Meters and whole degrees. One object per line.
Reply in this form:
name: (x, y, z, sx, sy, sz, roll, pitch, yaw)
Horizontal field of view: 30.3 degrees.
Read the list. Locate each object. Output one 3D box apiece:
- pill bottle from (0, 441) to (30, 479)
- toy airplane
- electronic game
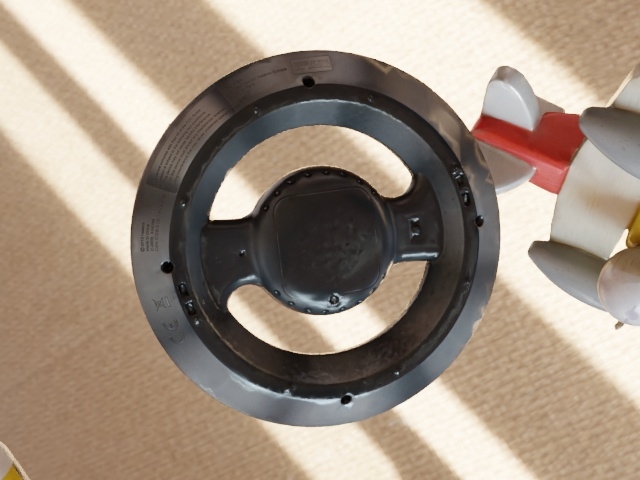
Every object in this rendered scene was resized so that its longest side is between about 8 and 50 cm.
pill bottle: (-0.160, 0.133, 0.550, 0.065, 0.065, 0.116, -16, 111, 38)
toy airplane: (0.326, -0.041, 1.291, 0.384, 0.386, 0.272, -15, 58, 43)
electronic game: (0.000, 0.000, 0.717, 0.048, 0.229, 0.229, -157, 60, -76)
